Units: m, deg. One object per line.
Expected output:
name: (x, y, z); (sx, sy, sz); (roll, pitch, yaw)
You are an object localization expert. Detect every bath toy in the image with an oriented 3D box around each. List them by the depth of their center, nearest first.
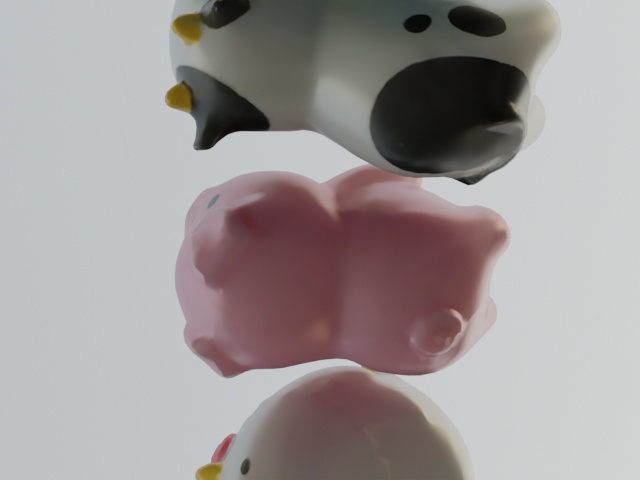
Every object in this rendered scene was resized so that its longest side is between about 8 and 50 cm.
bath toy: (0.000, 0.000, 0.671); (0.151, 0.348, 0.129); (22, -147, 31)
